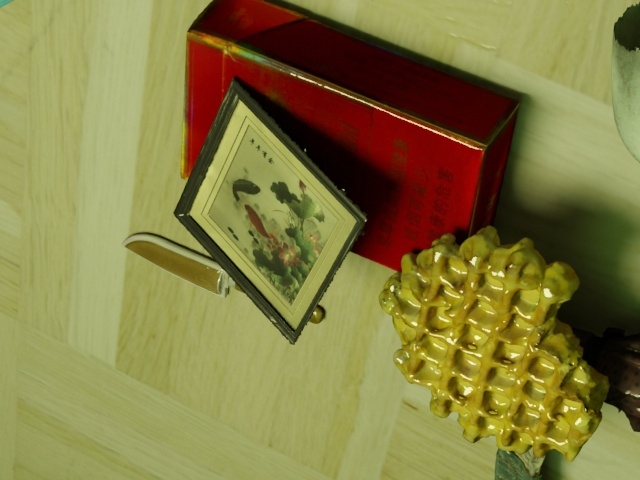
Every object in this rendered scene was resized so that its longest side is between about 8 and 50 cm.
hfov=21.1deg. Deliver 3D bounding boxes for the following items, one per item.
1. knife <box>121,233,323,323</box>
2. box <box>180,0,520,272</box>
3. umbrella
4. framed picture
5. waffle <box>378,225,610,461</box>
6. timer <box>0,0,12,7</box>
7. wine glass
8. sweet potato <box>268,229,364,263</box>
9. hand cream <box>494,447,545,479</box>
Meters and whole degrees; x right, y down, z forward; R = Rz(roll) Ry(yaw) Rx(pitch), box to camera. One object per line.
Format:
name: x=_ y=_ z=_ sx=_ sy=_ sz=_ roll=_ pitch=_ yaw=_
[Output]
knife: x=-0.113 y=0.046 z=1.907 sx=0.256 sy=0.022 sz=0.046 roll=22 pitch=138 yaw=17
box: x=0.021 y=-0.095 z=1.650 sx=0.313 sy=0.089 sz=0.197 roll=23 pitch=138 yaw=16
umbrella: x=0.289 y=0.124 z=1.654 sx=0.326 sy=0.094 sz=0.090 roll=11 pitch=155 yaw=28
framed picture: x=-0.051 y=-0.025 z=1.639 sx=0.195 sy=0.010 sz=0.199 roll=47 pitch=136 yaw=18
waffle: x=0.173 y=0.104 z=1.613 sx=0.253 sy=0.056 sz=0.249 roll=49 pitch=139 yaw=-7
timer: x=-0.305 y=-0.356 z=1.630 sx=0.250 sy=0.091 sz=0.232 roll=-19 pitch=111 yaw=34
wine glass: x=0.312 y=-0.083 z=1.443 sx=0.126 sy=0.126 sz=0.241 roll=6 pitch=131 yaw=30
sweet potato: x=0.000 y=0.000 z=1.647 sx=0.117 sy=0.049 sz=0.049 roll=-11 pitch=119 yaw=45
hand cream: x=0.222 y=0.229 z=1.828 sx=0.075 sy=0.052 sz=0.248 roll=39 pitch=148 yaw=34
